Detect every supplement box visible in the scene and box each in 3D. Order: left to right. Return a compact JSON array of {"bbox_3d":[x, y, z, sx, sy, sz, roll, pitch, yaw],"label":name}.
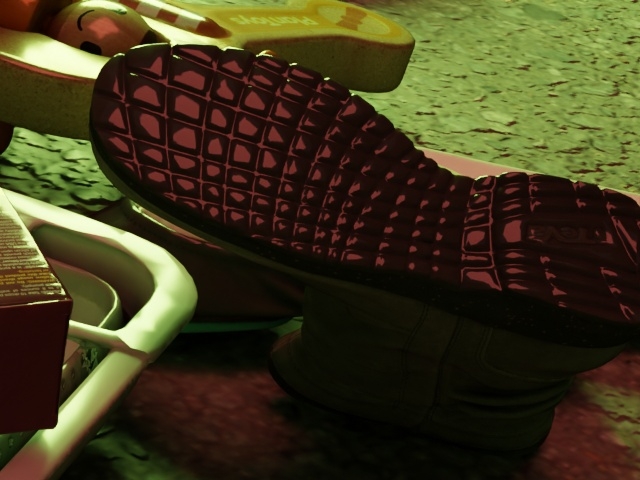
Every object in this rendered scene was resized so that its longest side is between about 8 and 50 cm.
[{"bbox_3d":[-0.122,0.024,0.677,0.043,0.055,0.083,-4,30,-27],"label":"supplement box"}]

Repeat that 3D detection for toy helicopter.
[{"bbox_3d":[-0.058,-0.100,1.040,0.235,0.140,0.355,28,23,33],"label":"toy helicopter"}]

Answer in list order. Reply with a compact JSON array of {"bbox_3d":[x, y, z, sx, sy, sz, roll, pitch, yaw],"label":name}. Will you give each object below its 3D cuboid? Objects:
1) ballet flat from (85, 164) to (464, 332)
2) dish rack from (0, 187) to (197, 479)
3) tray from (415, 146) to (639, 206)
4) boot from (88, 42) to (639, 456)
[{"bbox_3d":[0.000,0.000,0.893,0.280,0.096,0.095,7,15,-12],"label":"ballet flat"},{"bbox_3d":[-0.226,0.057,0.704,0.286,0.072,0.333,19,26,10],"label":"dish rack"},{"bbox_3d":[0.170,0.016,1.017,0.270,0.030,0.145,12,25,-1],"label":"tray"},{"bbox_3d":[0.007,0.022,0.781,0.246,0.161,0.083,20,55,-11],"label":"boot"}]
